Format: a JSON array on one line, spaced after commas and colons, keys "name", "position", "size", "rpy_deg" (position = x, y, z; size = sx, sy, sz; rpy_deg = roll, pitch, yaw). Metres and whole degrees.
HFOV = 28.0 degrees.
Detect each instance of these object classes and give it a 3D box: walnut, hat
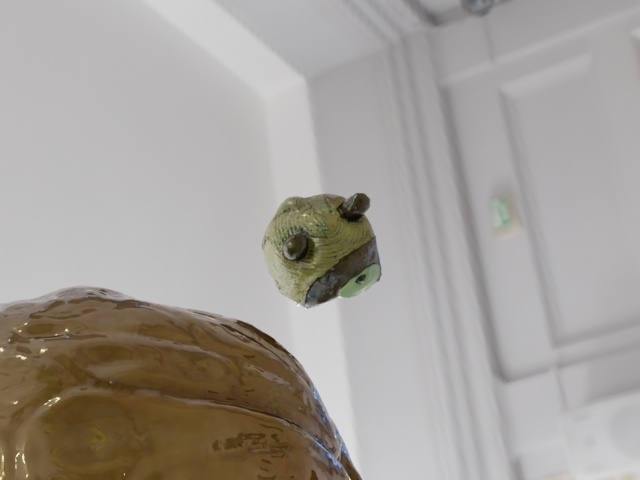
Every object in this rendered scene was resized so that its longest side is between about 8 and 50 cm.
[{"name": "walnut", "position": [-0.132, 0.161, 0.705], "size": [0.277, 0.313, 0.252], "rpy_deg": [46, -147, -74]}, {"name": "hat", "position": [0.000, 0.000, 0.883], "size": [0.059, 0.077, 0.076], "rpy_deg": [89, 161, -54]}]
